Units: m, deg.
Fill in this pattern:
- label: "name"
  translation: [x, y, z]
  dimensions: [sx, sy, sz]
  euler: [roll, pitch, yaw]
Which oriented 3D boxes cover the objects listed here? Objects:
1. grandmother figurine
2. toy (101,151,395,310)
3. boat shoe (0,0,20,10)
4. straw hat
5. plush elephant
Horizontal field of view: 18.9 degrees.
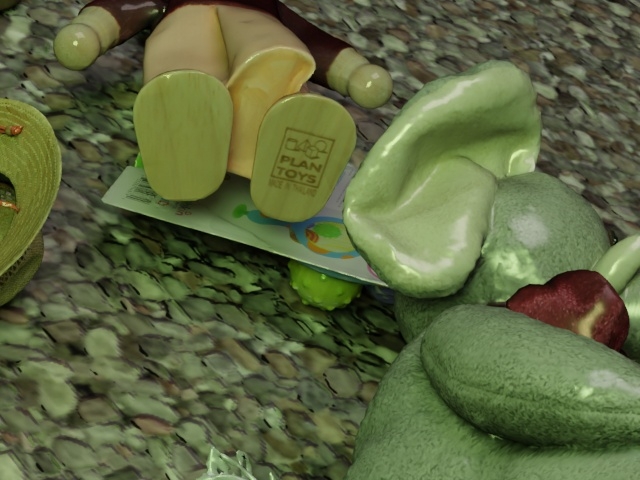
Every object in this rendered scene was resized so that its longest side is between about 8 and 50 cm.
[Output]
- label: "grandmother figurine"
  translation: [-0.056, -0.120, 1.179]
  dimensions: [0.208, 0.104, 0.342]
  euler: [19, 20, -18]
- label: "toy"
  translation: [0.000, 0.000, 1.134]
  dimensions: [0.237, 0.056, 0.137]
  euler: [20, 29, 5]
- label: "boat shoe"
  translation: [-0.299, -0.247, 1.260]
  dimensions: [0.257, 0.095, 0.095]
  euler: [22, 32, -3]
- label: "straw hat"
  translation: [-0.178, -0.001, 1.013]
  dimensions: [0.061, 0.144, 0.144]
  euler: [54, 7, -44]
- label: "plush elephant"
  translation: [0.114, 0.076, 0.905]
  dimensions: [0.330, 0.272, 0.255]
  euler: [9, 54, 20]
